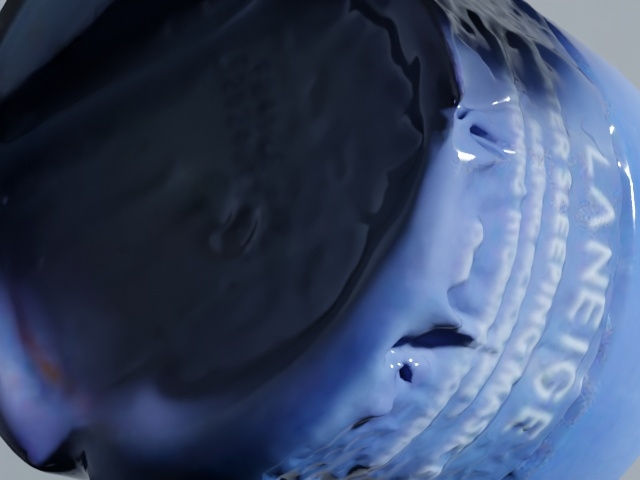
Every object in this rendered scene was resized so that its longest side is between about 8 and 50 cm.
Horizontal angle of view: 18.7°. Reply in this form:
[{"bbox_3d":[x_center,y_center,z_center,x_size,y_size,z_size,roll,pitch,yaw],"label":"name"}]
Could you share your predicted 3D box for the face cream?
[{"bbox_3d":[0.000,0.000,0.786,0.249,0.225,0.249,-8,75,33],"label":"face cream"}]
